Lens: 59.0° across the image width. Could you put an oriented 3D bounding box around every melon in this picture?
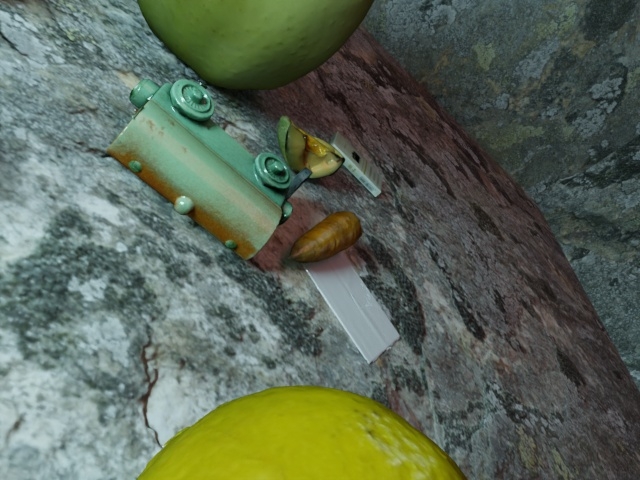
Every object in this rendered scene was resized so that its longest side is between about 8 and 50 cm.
[{"bbox_3d":[-0.039,-0.184,1.131,0.160,0.079,0.128,24,20,-42],"label":"melon"}]

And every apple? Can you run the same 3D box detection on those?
[{"bbox_3d":[-0.117,-0.500,1.007,0.474,0.474,0.473,37,30,-26],"label":"apple"}]

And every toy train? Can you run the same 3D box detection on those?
[{"bbox_3d":[-0.163,-0.097,0.798,0.285,0.116,0.177,41,41,-21],"label":"toy train"}]

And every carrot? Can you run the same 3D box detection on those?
[{"bbox_3d":[0.000,0.000,0.953,0.072,0.072,0.205,54,30,6],"label":"carrot"}]

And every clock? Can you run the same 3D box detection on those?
[{"bbox_3d":[-0.047,-0.093,0.985,0.017,0.085,0.085,44,27,-4],"label":"clock"}]

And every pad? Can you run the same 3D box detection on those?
[{"bbox_3d":[0.050,0.096,0.987,0.232,0.004,0.156,56,27,10],"label":"pad"}]

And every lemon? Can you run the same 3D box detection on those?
[{"bbox_3d":[-0.018,0.246,0.392,0.297,0.297,0.297,37,30,-26],"label":"lemon"}]

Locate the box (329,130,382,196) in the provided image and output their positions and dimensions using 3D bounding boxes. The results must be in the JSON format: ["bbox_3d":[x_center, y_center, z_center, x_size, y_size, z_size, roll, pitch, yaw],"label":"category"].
[{"bbox_3d":[0.088,-0.187,1.376,0.167,0.024,0.090,43,27,-15],"label":"box"}]
